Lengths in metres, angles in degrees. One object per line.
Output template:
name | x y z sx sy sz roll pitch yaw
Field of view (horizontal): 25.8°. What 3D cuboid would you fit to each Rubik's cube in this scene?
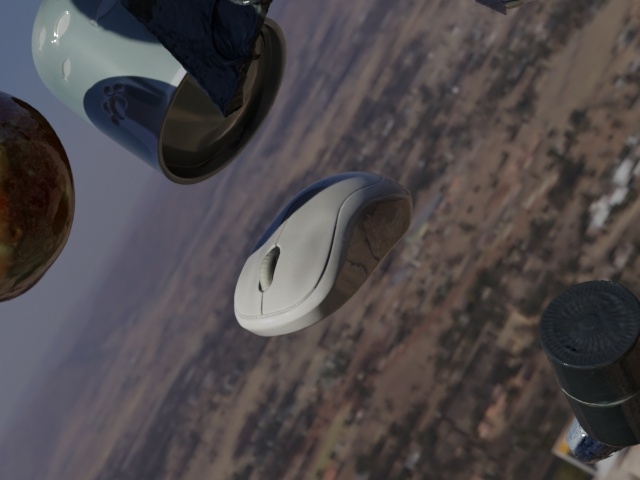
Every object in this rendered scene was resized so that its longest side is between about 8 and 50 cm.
Rubik's cube | 0.231 -0.313 1.669 0.084 0.073 0.075 -44 26 53

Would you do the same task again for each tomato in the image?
tomato | -0.434 -0.051 1.675 0.270 0.223 0.270 8 100 52

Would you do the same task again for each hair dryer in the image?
hair dryer | 0.266 0.062 0.950 0.219 0.124 0.071 -22 50 12

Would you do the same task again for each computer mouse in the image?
computer mouse | 0.000 0.000 1.801 0.184 0.121 0.297 -5 28 47

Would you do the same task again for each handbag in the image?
handbag | -0.105 -0.257 1.345 0.089 0.175 0.270 -27 -26 -31

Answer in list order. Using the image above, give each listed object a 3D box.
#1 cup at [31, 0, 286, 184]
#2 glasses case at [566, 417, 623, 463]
cup | -0.207 -0.295 1.898 0.356 0.274 0.259 -61 -22 9
glasses case | 0.324 0.121 1.290 0.282 0.067 0.109 -30 -17 -42
